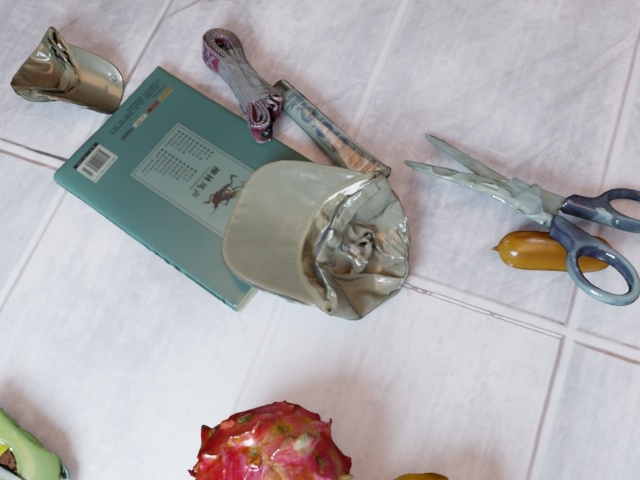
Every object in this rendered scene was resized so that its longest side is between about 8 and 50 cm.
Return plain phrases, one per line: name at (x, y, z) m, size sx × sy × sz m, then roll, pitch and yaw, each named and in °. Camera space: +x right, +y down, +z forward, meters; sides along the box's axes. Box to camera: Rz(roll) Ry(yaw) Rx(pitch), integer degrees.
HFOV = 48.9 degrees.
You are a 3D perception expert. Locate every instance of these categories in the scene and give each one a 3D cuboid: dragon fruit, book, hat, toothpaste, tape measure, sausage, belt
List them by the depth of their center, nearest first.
dragon fruit at (-0.058, 0.324, 0.834) m, size 0.205 × 0.210 × 0.268 m, roll -15°, pitch 57°, yaw 44°
tape measure at (-0.423, 0.307, 0.915) m, size 0.177 × 0.087 × 0.154 m, roll 33°, pitch 61°, yaw 13°
sausage at (0.338, 0.016, 1.012) m, size 0.183 × 0.054 × 0.062 m, roll 5°, pitch 75°, yaw 2°
hat at (0.000, 0.000, 1.017) m, size 0.244 × 0.149 × 0.214 m, roll 15°, pitch 75°, yaw 31°
book at (-0.194, -0.094, 1.097) m, size 0.379 × 0.031 × 0.264 m, roll 34°, pitch 74°, yaw 15°
toothpaste at (0.010, -0.168, 1.113) m, size 0.062 × 0.039 × 0.239 m, roll -42°, pitch 74°, yaw -9°
belt at (-0.125, -0.256, 1.134) m, size 0.071 × 0.053 × 0.232 m, roll -18°, pitch 60°, yaw -23°
hat at (-0.417, -0.250, 1.162) m, size 0.175 × 0.085 × 0.147 m, roll 25°, pitch 58°, yaw -11°

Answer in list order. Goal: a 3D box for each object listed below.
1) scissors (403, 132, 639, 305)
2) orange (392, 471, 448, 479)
scissors at (0.303, -0.063, 1.029) m, size 0.383 × 0.029 × 0.256 m, roll 29°, pitch 48°, yaw 21°
orange at (0.110, 0.350, 0.840) m, size 0.154 × 0.155 × 0.134 m, roll -44°, pitch 42°, yaw -14°
